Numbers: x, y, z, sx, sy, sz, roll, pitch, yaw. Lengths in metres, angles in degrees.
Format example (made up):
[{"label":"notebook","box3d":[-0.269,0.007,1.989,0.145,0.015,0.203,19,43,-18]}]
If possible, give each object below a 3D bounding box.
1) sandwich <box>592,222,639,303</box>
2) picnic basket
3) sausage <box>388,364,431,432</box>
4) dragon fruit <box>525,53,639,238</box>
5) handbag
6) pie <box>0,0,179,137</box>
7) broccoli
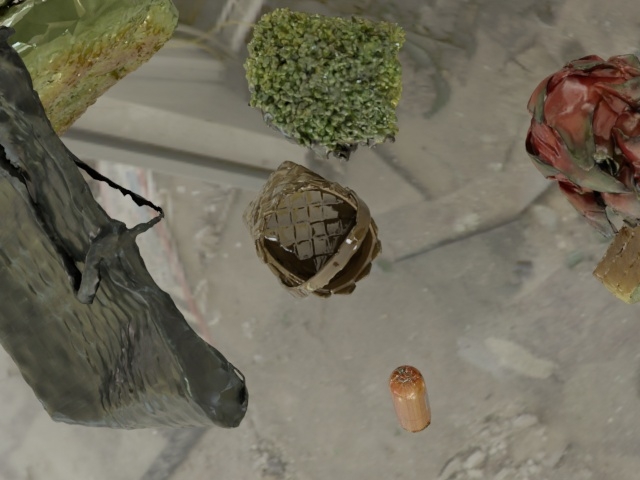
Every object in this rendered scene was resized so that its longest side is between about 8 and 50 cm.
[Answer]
[{"label":"sandwich","box3d":[0.448,-0.016,1.437,0.065,0.214,0.186,47,127,27]},{"label":"picnic basket","box3d":[0.000,0.000,1.230,0.138,0.178,0.128,35,92,-22]},{"label":"sausage","box3d":[0.071,0.124,0.927,0.031,0.107,0.031,-4,63,8]},{"label":"dragon fruit","box3d":[0.233,-0.087,0.949,0.121,0.142,0.130,-40,108,17]},{"label":"handbag","box3d":[-0.133,-0.018,0.549,0.270,0.088,0.175,54,156,0]},{"label":"pie","box3d":[-0.247,-0.124,0.965,0.296,0.371,0.078,-39,92,-3]},{"label":"broccoli","box3d":[0.019,-0.258,1.608,0.242,0.273,0.180,16,133,-16]}]
